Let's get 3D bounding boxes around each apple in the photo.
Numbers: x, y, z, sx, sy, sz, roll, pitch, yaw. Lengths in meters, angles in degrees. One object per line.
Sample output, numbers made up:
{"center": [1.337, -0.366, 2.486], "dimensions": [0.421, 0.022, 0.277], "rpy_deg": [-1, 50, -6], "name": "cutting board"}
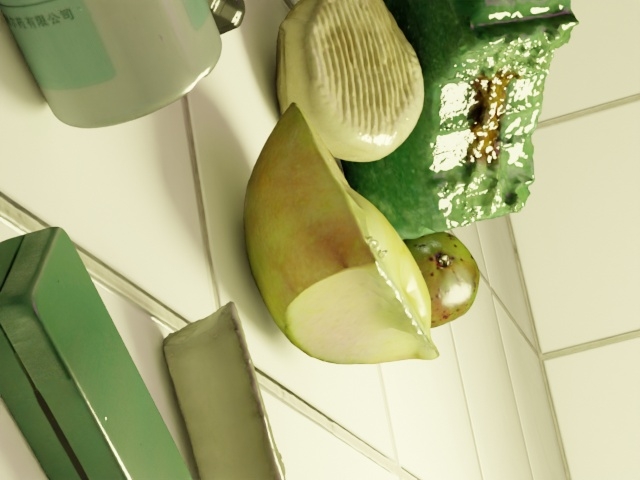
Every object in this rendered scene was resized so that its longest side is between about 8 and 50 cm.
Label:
{"center": [0.000, 0.000, 1.222], "dimensions": [0.193, 0.120, 0.265], "rpy_deg": [66, 5, 25], "name": "apple"}

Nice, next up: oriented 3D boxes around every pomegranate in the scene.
{"center": [0.119, 0.052, 1.705], "dimensions": [0.142, 0.114, 0.115], "rpy_deg": [112, -28, -61], "name": "pomegranate"}

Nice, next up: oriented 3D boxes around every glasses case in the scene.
{"center": [-0.119, 0.087, 0.772], "dimensions": [0.078, 0.039, 0.184], "rpy_deg": [-84, 155, -59], "name": "glasses case"}

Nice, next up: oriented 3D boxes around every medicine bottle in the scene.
{"center": [-0.164, -0.233, 0.801], "dimensions": [0.110, 0.110, 0.352], "rpy_deg": [-84, 155, -58], "name": "medicine bottle"}

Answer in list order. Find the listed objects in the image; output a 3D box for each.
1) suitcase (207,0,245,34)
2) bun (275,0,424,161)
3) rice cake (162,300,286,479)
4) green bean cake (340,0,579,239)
{"center": [-0.137, -0.295, 1.088], "dimensions": [0.206, 0.066, 0.286], "rpy_deg": [8, 67, -77], "name": "suitcase"}
{"center": [0.015, -0.160, 1.460], "dimensions": [0.166, 0.113, 0.173], "rpy_deg": [26, 62, -33], "name": "bun"}
{"center": [-0.044, 0.167, 0.957], "dimensions": [0.052, 0.057, 0.256], "rpy_deg": [-17, 91, -73], "name": "rice cake"}
{"center": [0.137, -0.168, 1.572], "dimensions": [0.300, 0.169, 0.308], "rpy_deg": [-17, -94, 59], "name": "green bean cake"}
